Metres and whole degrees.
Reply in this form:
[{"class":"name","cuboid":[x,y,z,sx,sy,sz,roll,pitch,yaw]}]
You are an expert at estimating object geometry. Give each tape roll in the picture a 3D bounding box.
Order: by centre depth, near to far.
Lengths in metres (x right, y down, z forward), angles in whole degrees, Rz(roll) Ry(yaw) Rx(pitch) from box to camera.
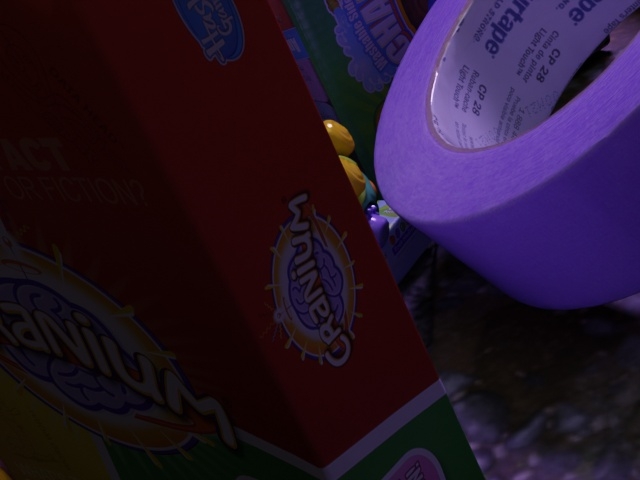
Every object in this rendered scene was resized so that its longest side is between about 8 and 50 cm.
[{"class":"tape roll","cuboid":[0.152,-0.102,0.660,0.275,0.090,0.274,-43,26,27]}]

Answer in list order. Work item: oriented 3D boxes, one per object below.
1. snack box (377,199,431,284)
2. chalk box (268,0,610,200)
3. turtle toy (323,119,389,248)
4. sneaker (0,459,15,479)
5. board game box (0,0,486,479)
[{"class":"snack box","cuboid":[-0.011,0.029,0.744,0.100,0.037,0.141,2,37,40]},{"class":"chalk box","cuboid":[0.025,-0.151,0.880,0.289,0.179,0.180,-36,28,-19]},{"class":"turtle toy","cuboid":[0.000,0.000,0.673,0.095,0.066,0.130,-43,26,16]},{"class":"sneaker","cuboid":[-0.188,0.163,0.640,0.186,0.069,0.084,-22,40,12]},{"class":"board game box","cuboid":[-0.073,0.035,0.479,0.242,0.316,0.064,3,38,44]}]
